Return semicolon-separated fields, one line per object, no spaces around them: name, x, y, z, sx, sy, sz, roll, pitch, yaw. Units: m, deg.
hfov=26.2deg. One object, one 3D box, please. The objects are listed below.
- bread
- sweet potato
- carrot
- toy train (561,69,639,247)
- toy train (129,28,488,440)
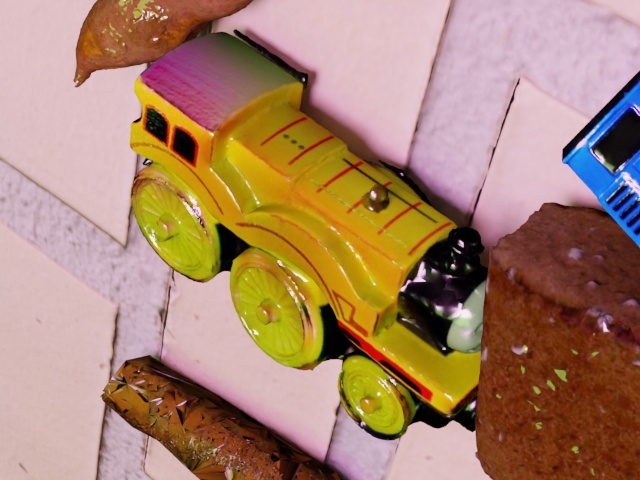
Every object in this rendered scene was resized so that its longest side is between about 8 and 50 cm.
bread;0.266;0.127;0.685;0.416;0.113;0.165;26;129;31
sweet potato;-0.082;-0.164;0.875;0.226;0.068;0.068;-23;97;36
carrot;-0.071;0.159;1.053;0.228;0.069;0.069;29;131;29
toy train;0.219;-0.064;0.636;0.131;0.082;0.204;50;137;10
toy train;0.000;0.000;0.857;0.296;0.100;0.160;37;140;21
